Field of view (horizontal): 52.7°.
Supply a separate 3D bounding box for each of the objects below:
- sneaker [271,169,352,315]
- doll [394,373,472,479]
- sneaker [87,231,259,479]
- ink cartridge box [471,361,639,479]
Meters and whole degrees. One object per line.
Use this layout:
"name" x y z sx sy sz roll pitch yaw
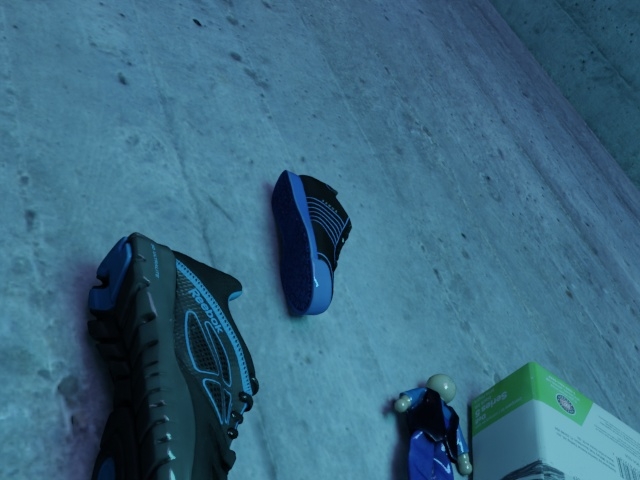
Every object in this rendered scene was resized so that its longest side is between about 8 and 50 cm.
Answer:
"sneaker" 0.000 0.000 0.810 0.091 0.081 0.232 13 43 -24
"doll" 0.131 0.226 0.728 0.129 0.046 0.189 43 32 -17
"sneaker" -0.104 0.141 0.527 0.140 0.125 0.340 20 43 -36
"ink cartridge box" 0.278 0.306 0.721 0.198 0.115 0.272 35 36 -13
